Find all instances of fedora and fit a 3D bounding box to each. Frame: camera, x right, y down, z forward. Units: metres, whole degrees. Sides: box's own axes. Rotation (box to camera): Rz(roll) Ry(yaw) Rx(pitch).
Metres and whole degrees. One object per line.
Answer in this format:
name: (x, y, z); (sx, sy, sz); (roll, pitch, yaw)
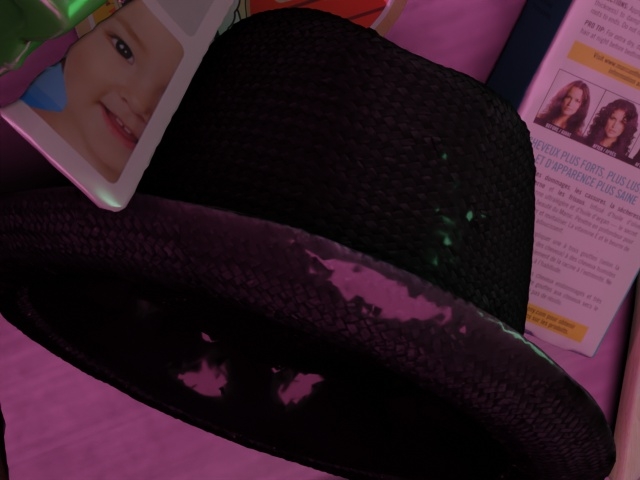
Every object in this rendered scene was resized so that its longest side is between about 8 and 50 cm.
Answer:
fedora: (0.000, 0.000, 0.871); (0.334, 0.334, 0.152); (28, 73, -19)

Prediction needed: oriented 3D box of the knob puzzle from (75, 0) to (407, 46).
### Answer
knob puzzle: (-0.030, -0.148, 0.931); (0.213, 0.030, 0.213); (-4, 109, -11)

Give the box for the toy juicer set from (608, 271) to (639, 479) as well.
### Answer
toy juicer set: (0.294, 0.002, 1.021); (0.329, 0.089, 0.209); (-18, 112, -5)

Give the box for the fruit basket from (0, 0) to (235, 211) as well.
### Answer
fruit basket: (-0.115, -0.235, 0.746); (0.327, 0.165, 0.353); (46, 52, -22)

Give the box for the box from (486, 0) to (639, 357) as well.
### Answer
box: (0.140, -0.072, 0.977); (0.100, 0.060, 0.244); (22, 103, -18)

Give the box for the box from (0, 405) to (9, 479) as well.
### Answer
box: (-0.247, 0.017, 0.866); (0.167, 0.168, 0.203); (-16, 111, -7)
